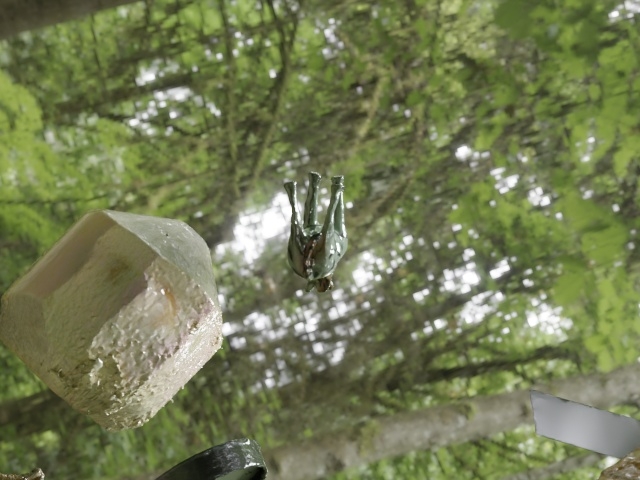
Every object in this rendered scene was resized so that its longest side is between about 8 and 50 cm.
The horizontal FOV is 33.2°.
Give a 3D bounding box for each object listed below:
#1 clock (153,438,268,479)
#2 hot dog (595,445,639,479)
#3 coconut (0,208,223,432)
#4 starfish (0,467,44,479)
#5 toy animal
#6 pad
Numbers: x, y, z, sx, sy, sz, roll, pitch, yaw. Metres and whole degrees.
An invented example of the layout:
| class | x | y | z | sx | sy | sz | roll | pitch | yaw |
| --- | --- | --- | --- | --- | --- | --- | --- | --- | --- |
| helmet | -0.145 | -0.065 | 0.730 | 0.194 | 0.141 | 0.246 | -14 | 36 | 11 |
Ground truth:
| class | x | y | z | sx | sy | sz | roll | pitch | yaw |
| --- | --- | --- | --- | --- | --- | --- | --- | --- | --- |
| clock | -0.154 | 0.326 | 1.403 | 0.040 | 0.184 | 0.184 | 58 | -26 | 24 |
| hot dog | 0.632 | 0.406 | 1.730 | 0.185 | 0.405 | 0.223 | -8 | -75 | 62 |
| coconut | -0.290 | 0.102 | 1.600 | 0.297 | 0.309 | 0.297 | 41 | -10 | 9 |
| starfish | -0.515 | 0.337 | 1.507 | 0.043 | 0.240 | 0.227 | -134 | -145 | -55 |
| toy animal | 0.002 | -0.017 | 1.569 | 0.255 | 0.090 | 0.170 | 41 | 53 | -77 |
| pad | 0.520 | 0.355 | 1.998 | 0.159 | 0.265 | 0.009 | -74 | 180 | -66 |
